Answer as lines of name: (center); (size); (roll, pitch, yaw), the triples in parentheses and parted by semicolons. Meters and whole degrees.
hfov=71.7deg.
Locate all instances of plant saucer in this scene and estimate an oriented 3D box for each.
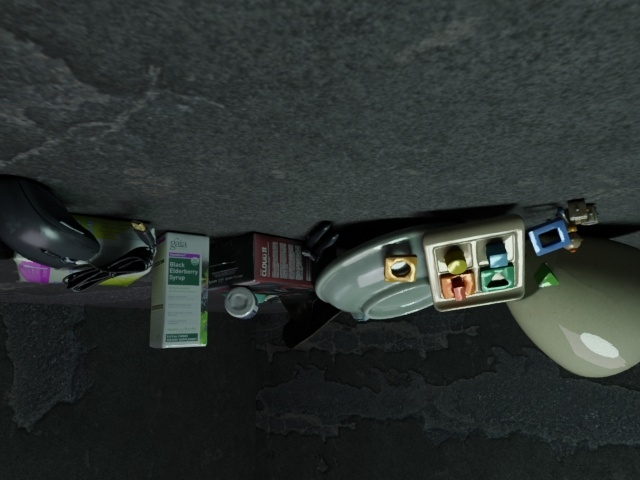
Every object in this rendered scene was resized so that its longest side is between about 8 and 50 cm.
plant saucer: (0.189, 0.098, 1.025); (0.401, 0.100, 0.400); (-13, 154, -6)

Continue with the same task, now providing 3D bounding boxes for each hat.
hat: (-0.036, 0.159, 1.324); (0.134, 0.331, 0.331); (43, 151, -14)

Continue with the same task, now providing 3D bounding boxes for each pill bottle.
pill bottle: (-0.178, 0.147, 1.020); (0.067, 0.067, 0.120); (-1, 166, -2)

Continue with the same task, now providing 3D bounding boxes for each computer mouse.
computer mouse: (-0.372, -0.001, 0.690); (0.184, 0.060, 0.262); (-18, 142, -4)

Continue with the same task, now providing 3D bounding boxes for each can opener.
can opener: (0.000, 0.000, 0.958); (0.059, 0.073, 0.186); (37, 163, 4)

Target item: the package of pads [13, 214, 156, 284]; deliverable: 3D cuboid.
package of pads: (-0.475, 0.030, 0.899); (0.229, 0.101, 0.297); (6, 166, -30)

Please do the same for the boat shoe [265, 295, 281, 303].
boat shoe: (0.019, 0.250, 1.828); (0.501, 0.155, 0.187); (2, 169, -9)

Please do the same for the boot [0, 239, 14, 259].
boot: (-0.727, 0.010, 0.854); (0.137, 0.076, 0.198); (-1, 167, 21)

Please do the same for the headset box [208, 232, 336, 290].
headset box: (-0.135, 0.068, 1.082); (0.218, 0.110, 0.293); (-14, 162, 42)

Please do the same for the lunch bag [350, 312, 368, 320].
lunch bag: (0.203, 0.184, 1.541); (0.224, 0.107, 0.279); (-29, 173, -9)

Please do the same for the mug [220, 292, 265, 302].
mug: (-0.223, 0.107, 1.252); (0.158, 0.097, 0.129); (16, -175, 6)

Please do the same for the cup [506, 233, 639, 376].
cup: (0.570, 0.115, 1.032); (0.237, 0.331, 0.331); (27, 160, -12)

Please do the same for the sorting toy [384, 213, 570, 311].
sorting toy: (0.296, 0.057, 0.844); (0.348, 0.047, 0.196); (-11, 123, 11)

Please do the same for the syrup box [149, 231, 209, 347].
syrup box: (-0.301, 0.106, 0.948); (0.093, 0.236, 0.096); (7, 166, -35)

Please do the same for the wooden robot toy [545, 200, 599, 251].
wooden robot toy: (0.489, -0.019, 0.845); (0.076, 0.079, 0.173); (-5, 168, 14)
